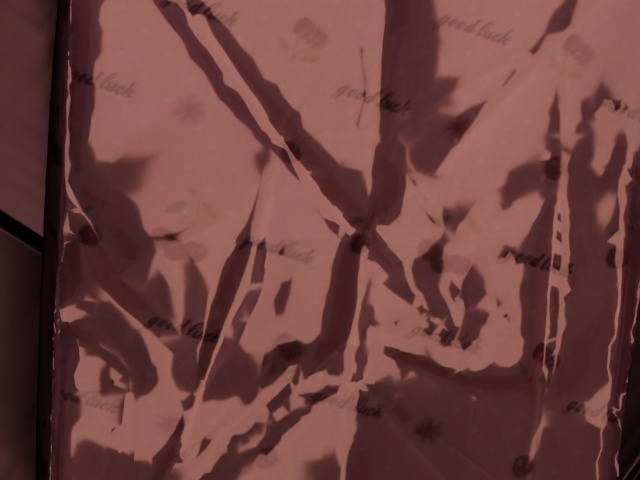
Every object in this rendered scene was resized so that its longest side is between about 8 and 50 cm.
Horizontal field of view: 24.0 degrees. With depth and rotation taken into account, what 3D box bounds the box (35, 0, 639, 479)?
[{"bbox_3d":[0.000,0.000,0.614,0.225,0.190,0.297,2,100,-11],"label":"box"}]
